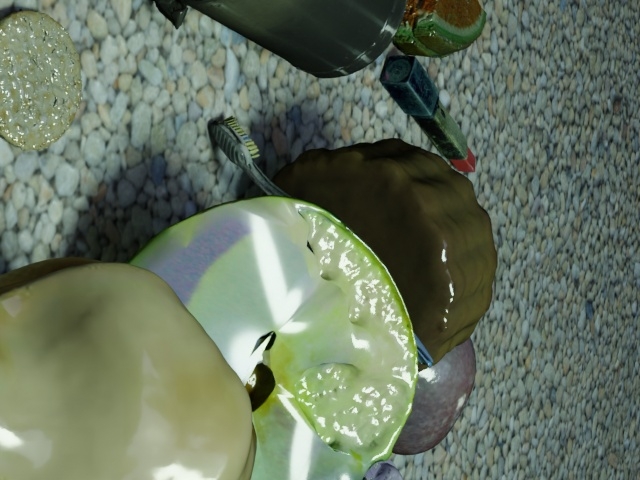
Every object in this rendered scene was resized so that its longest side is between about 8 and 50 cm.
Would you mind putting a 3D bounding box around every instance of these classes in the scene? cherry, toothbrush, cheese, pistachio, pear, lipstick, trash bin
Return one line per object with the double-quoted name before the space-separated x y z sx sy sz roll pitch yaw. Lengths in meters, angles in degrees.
"cherry" 0.139 0.199 2.014 0.213 0.183 0.266 -18 121 -50
"toothbrush" 0.000 0.000 1.651 0.042 0.035 0.413 -28 72 -43
"cheese" 0.092 0.375 2.086 0.105 0.042 0.191 -50 132 -44
"pistachio" -0.250 0.193 1.274 0.445 0.281 0.365 11 91 -41
"pear" -0.090 0.132 1.569 0.398 0.165 0.399 -3 101 -18
"lipstick" 0.184 -0.196 2.168 0.312 0.051 0.051 45 55 -53
"trash bin" -0.050 -0.337 1.629 0.252 0.203 0.301 -52 148 13

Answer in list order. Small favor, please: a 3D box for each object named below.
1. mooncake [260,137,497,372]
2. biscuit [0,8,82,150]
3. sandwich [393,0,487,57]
"mooncake" 0.070 0.027 1.744 0.187 0.324 0.324 -19 110 -56
"biscuit" -0.304 -0.169 1.409 0.152 0.020 0.152 -13 105 -58
"sandwich" 0.206 -0.367 2.150 0.235 0.079 0.159 1 93 -58
